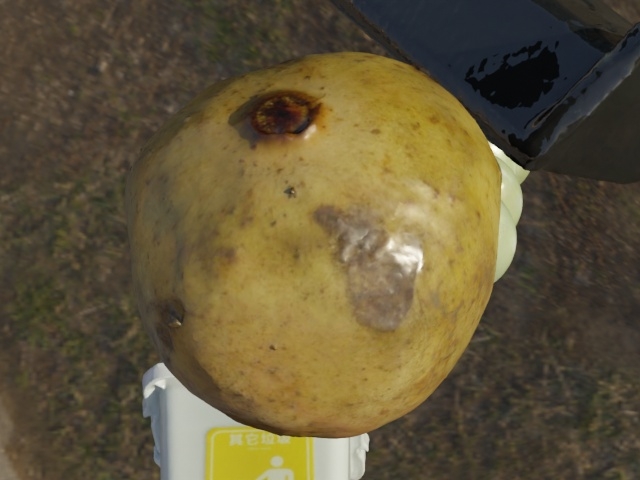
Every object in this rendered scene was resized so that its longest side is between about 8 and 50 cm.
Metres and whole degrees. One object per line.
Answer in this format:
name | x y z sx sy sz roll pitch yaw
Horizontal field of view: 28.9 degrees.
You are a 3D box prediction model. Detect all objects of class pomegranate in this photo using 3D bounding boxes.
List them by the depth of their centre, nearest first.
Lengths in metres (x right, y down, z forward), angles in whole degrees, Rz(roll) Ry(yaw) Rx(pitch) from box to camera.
pomegranate | 0.000 0.000 0.894 0.281 0.281 0.281 -4 81 24

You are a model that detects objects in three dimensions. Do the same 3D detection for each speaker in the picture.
speaker | 0.185 -0.202 1.089 0.388 0.180 0.184 47 120 38

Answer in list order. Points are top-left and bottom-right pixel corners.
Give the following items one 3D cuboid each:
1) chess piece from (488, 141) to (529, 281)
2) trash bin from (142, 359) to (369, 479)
chess piece | 0.149 -0.050 1.244 0.144 0.144 0.251 -17 34 22
trash bin | -0.065 0.322 1.351 0.256 0.296 0.367 -2 49 -2
